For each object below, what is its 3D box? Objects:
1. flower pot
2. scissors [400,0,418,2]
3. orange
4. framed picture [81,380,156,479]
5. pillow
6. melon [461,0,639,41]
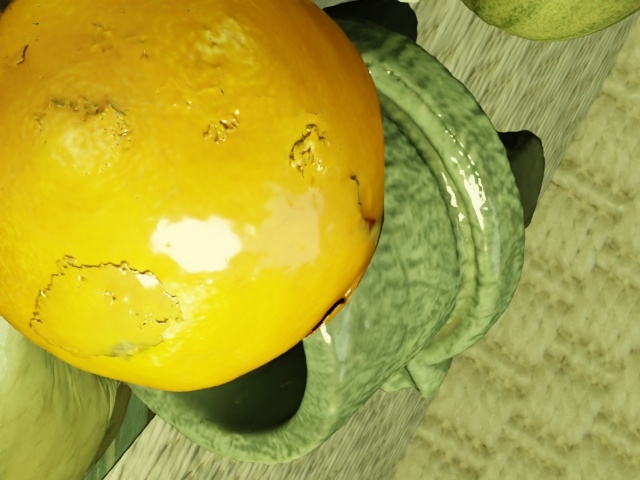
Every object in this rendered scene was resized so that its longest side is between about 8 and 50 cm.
[{"bbox_3d":[0.000,0.000,1.375,0.283,0.299,0.299,-41,159,-39],"label":"flower pot"},{"bbox_3d":[-0.002,-0.157,1.224,0.110,0.212,0.021,-32,121,-65],"label":"scissors"},{"bbox_3d":[-0.083,-0.040,1.076,0.246,0.246,0.246,-54,167,-19],"label":"orange"},{"bbox_3d":[-0.153,0.101,1.639,0.347,0.016,0.265,-52,165,-32],"label":"framed picture"},{"bbox_3d":[-0.221,0.140,1.326,0.185,0.075,0.302,-55,166,-8],"label":"pillow"},{"bbox_3d":[0.229,-0.316,1.621,0.329,0.249,0.248,-59,168,16],"label":"melon"}]
